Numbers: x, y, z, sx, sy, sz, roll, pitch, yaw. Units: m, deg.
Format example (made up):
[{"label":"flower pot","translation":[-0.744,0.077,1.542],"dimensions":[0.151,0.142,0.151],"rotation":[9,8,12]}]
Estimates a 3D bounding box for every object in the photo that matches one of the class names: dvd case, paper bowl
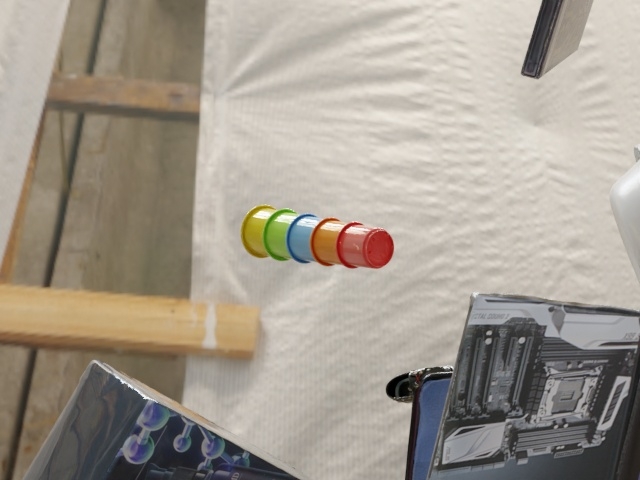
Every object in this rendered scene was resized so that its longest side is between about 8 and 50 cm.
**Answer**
[{"label":"dvd case","translation":[0.203,-0.216,0.846],"dimensions":[0.018,0.165,0.221],"rotation":[20,-160,15]},{"label":"paper bowl","translation":[0.512,-0.009,1.575],"dimensions":[0.148,0.284,0.284],"rotation":[-21,-129,11]}]

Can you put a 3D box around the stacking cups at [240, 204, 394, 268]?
[{"label":"stacking cups","translation":[0.000,0.000,1.801],"dimensions":[0.096,0.096,0.316],"rotation":[-37,-152,-31]}]

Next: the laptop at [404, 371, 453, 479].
[{"label":"laptop","translation":[0.274,0.286,0.691],"dimensions":[0.407,0.382,0.236],"rotation":[25,-146,39]}]

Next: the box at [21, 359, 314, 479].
[{"label":"box","translation":[-0.189,0.390,1.471],"dimensions":[0.212,0.395,0.294],"rotation":[15,-107,58]}]

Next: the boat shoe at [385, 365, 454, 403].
[{"label":"boat shoe","translation":[0.157,0.225,1.729],"dimensions":[0.042,0.133,0.049],"rotation":[19,-121,-35]}]

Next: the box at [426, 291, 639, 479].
[{"label":"box","translation":[0.111,0.201,0.435],"dimensions":[0.076,0.242,0.308],"rotation":[6,-105,40]}]
